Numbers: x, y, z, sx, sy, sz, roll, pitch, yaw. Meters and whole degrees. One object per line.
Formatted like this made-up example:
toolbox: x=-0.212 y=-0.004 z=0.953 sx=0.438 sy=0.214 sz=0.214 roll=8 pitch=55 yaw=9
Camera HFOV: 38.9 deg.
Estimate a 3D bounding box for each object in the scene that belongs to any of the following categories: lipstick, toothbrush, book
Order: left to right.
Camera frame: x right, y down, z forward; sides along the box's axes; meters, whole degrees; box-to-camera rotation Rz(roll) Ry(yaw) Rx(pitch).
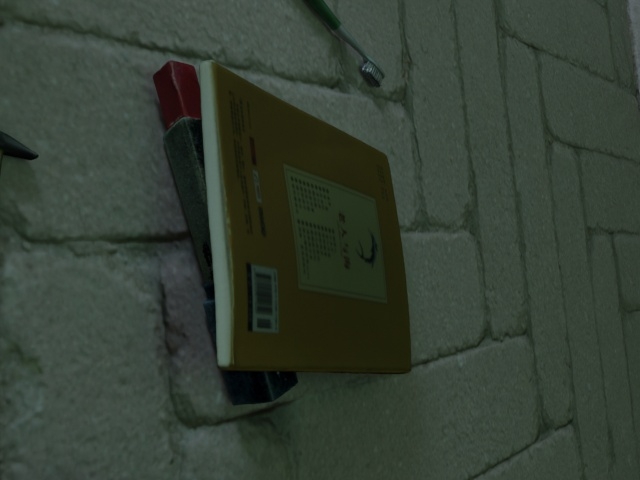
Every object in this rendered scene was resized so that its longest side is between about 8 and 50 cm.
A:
lipstick: x=-0.091 y=-0.007 z=0.817 sx=0.051 sy=0.051 sz=0.312 roll=-27 pitch=103 yaw=-56
book: x=0.000 y=0.000 z=0.907 sx=0.389 sy=0.032 sz=0.269 roll=19 pitch=64 yaw=-61
toothbrush: x=0.007 y=-0.259 z=1.037 sx=0.257 sy=0.018 sz=0.024 roll=44 pitch=56 yaw=-44

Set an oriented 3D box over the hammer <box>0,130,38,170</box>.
hammer: x=-0.237 y=0.017 z=0.628 sx=0.062 sy=0.013 sz=0.199 roll=24 pitch=64 yaw=-51
